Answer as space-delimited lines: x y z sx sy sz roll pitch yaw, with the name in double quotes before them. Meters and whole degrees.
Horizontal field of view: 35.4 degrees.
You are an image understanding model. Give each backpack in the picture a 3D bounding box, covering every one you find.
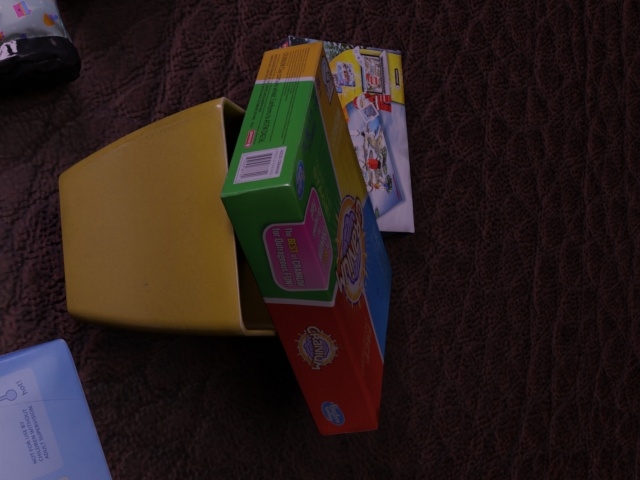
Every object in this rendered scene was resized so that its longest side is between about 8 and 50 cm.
"backpack" -0.326 -0.239 0.997 0.152 0.115 0.182 -17 85 -28

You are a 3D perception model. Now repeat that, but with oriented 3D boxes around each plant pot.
"plant pot" -0.137 -0.002 0.987 0.187 0.212 0.212 -7 82 14

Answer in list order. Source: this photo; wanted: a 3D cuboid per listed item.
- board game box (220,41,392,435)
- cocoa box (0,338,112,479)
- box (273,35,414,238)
"board game box" 0.000 0.000 1.006 0.242 0.064 0.316 -80 157 -48
"cocoa box" -0.293 0.284 0.844 0.231 0.228 0.347 -18 89 -31
"box" 0.029 -0.121 1.211 0.159 0.044 0.233 2 79 -28
